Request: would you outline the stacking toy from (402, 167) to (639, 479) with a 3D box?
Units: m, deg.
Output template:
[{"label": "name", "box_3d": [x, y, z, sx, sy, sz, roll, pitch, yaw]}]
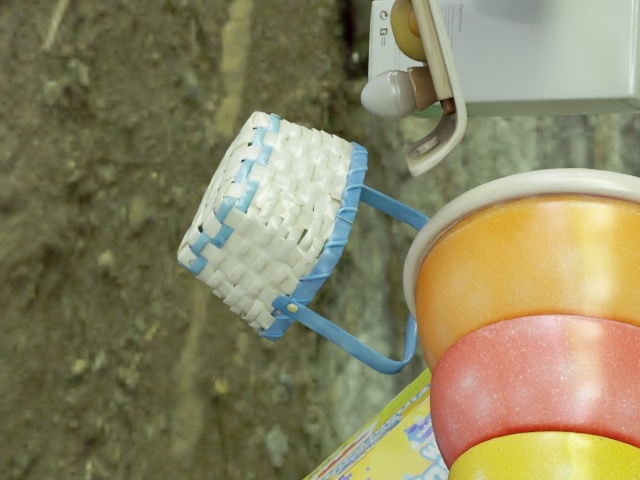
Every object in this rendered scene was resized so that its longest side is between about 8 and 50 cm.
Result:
[{"label": "stacking toy", "box_3d": [0.213, 0.205, 1.097, 0.350, 0.351, 0.480, 81, 19, -49]}]

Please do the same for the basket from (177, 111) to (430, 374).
[{"label": "basket", "box_3d": [0.000, 0.000, 1.440, 0.201, 0.289, 0.254, -56, -171, 40]}]

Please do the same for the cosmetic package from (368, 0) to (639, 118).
[{"label": "cosmetic package", "box_3d": [0.269, -0.251, 1.673, 0.197, 0.366, 0.155, 2, 90, -61]}]

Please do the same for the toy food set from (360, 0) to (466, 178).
[{"label": "toy food set", "box_3d": [0.059, -0.220, 1.159, 0.220, 0.092, 0.306, -72, 146, -80]}]

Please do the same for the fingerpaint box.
[{"label": "fingerpaint box", "box_3d": [0.159, 0.302, 1.776, 0.163, 0.445, 0.371, 47, 3, 4]}]
